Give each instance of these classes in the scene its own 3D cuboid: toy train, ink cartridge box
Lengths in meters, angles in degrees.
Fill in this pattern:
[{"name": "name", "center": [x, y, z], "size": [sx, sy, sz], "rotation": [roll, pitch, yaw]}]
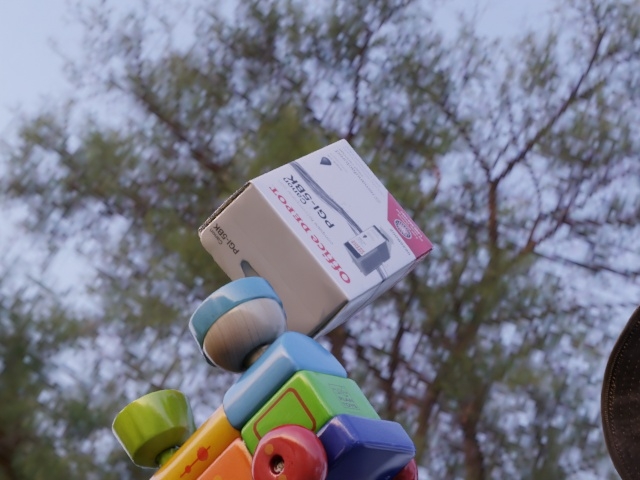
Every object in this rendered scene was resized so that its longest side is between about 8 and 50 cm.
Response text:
[{"name": "toy train", "center": [-0.074, 0.147, 0.872], "size": [0.248, 0.143, 0.105], "rotation": [-47, -34, 19]}, {"name": "ink cartridge box", "center": [0.000, 0.000, 1.003], "size": [0.099, 0.135, 0.056], "rotation": [50, -61, 6]}]

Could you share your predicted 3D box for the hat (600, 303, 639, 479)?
[{"name": "hat", "center": [0.388, 0.160, 1.392], "size": [0.331, 0.331, 0.134], "rotation": [2, -5, 27]}]
